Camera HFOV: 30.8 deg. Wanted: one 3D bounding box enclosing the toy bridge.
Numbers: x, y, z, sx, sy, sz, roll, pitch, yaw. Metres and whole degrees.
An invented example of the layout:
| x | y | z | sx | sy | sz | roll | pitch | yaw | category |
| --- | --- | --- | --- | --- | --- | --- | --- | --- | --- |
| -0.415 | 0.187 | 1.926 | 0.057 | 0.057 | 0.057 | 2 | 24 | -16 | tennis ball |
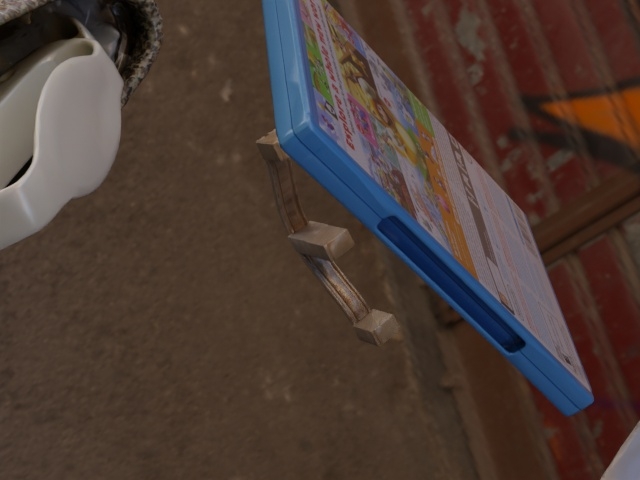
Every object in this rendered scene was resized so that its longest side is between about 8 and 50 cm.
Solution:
| x | y | z | sx | sy | sz | roll | pitch | yaw | category |
| --- | --- | --- | --- | --- | --- | --- | --- | --- | --- |
| 0.000 | 0.000 | 0.883 | 0.026 | 0.063 | 0.188 | -36 | 113 | -21 | toy bridge |

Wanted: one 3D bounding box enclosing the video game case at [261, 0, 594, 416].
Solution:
| x | y | z | sx | sy | sz | roll | pitch | yaw | category |
| --- | --- | --- | --- | --- | --- | --- | --- | --- | --- |
| 0.039 | -0.020 | 0.432 | 0.166 | 0.015 | 0.119 | 42 | 24 | -31 | video game case |

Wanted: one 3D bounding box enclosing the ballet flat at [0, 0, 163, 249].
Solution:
| x | y | z | sx | sy | sz | roll | pitch | yaw | category |
| --- | --- | --- | --- | --- | --- | --- | --- | --- | --- |
| -0.222 | -0.008 | 0.585 | 0.483 | 0.182 | 0.164 | -61 | 145 | -42 | ballet flat |

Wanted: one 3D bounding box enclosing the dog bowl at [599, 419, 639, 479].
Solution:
| x | y | z | sx | sy | sz | roll | pitch | yaw | category |
| --- | --- | --- | --- | --- | --- | --- | --- | --- | --- |
| 0.175 | 0.226 | 0.664 | 0.102 | 0.348 | 0.349 | 31 | 30 | 21 | dog bowl |
